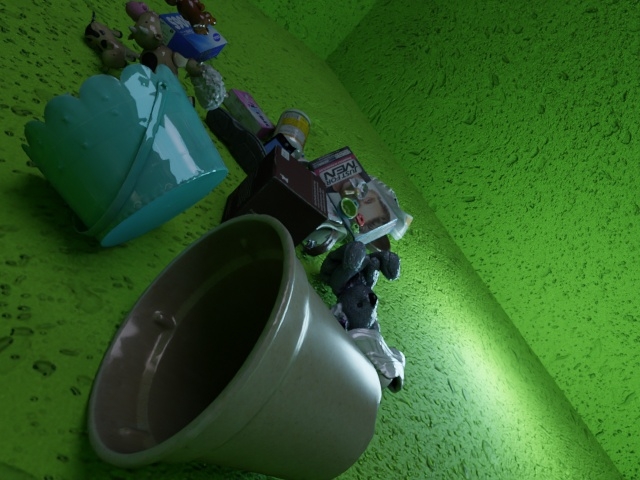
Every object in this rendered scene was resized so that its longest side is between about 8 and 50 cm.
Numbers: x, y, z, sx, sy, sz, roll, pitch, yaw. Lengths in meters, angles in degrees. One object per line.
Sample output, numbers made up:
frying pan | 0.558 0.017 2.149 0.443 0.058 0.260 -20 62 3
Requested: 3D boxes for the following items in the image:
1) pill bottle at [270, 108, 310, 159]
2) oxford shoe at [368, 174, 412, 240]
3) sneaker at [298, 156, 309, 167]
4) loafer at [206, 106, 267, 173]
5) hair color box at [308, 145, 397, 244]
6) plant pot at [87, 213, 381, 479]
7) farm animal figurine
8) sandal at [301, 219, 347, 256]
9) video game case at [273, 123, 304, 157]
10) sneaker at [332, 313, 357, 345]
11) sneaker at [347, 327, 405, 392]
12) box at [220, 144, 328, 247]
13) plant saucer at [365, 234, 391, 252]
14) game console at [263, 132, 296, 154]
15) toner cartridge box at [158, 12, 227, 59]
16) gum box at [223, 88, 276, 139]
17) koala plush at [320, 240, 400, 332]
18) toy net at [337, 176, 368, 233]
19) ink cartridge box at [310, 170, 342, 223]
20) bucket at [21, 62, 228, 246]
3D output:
pill bottle | -0.110 -0.343 1.437 0.117 0.117 0.208 35 50 -28
oxford shoe | 0.243 -0.201 1.812 0.449 0.130 0.169 54 10 23
sneaker | -0.093 -0.307 1.541 0.134 0.051 0.070 1 58 -53
loafer | -0.230 -0.300 1.263 0.267 0.096 0.084 49 19 4
hair color box | 0.108 -0.158 1.495 0.347 0.174 0.105 59 -13 21
plant pot | -0.079 0.186 0.594 0.305 0.333 0.334 46 23 -33
farm animal figurine | -0.421 -0.456 1.028 0.172 0.330 0.327 -37 115 -68
sandal | 0.002 -0.001 1.197 0.302 0.120 0.086 1 67 -59
video game case | -0.126 -0.384 1.604 0.166 0.015 0.119 43 8 -14
sneaker | 0.013 0.179 0.967 0.083 0.098 0.224 5 49 -57
sneaker | 0.134 0.298 1.015 0.232 0.090 0.115 35 32 -27
box | -0.111 -0.081 1.011 0.167 0.203 0.168 37 28 -26
plant saucer | 0.172 -0.055 1.635 0.278 0.041 0.278 38 26 -22
game console | -0.147 -0.278 1.308 0.107 0.122 0.071 53 -2 10
toner cartridge box | -0.466 -0.737 1.513 0.165 0.075 0.348 42 25 -19
gum box | -0.251 -0.444 1.464 0.188 0.062 0.107 52 25 5
koala plush | 0.094 0.144 1.106 0.196 0.203 0.221 15 61 -37
toy net | 0.124 -0.131 1.369 0.122 0.045 0.232 43 46 -16
ink cartridge box | -0.047 -0.126 1.310 0.160 0.092 0.219 13 44 -53
bucket | -0.303 -0.127 0.687 0.183 0.281 0.281 56 24 -4
